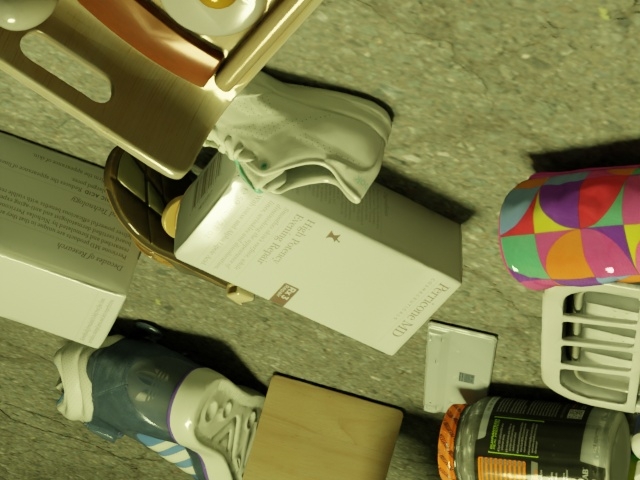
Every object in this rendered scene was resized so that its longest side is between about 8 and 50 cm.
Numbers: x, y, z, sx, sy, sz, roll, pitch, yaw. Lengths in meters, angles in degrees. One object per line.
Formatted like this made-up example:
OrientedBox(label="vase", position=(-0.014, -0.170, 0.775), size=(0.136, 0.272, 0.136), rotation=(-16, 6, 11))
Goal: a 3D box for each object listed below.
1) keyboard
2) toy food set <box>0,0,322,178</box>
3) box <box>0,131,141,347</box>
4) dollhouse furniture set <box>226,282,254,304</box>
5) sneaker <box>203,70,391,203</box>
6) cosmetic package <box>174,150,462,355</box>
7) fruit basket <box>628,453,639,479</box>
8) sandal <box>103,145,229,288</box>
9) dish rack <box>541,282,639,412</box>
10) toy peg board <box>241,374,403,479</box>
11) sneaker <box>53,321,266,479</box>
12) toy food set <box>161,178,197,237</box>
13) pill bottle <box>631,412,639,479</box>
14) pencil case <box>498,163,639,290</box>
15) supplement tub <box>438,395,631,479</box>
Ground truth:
OrientedBox(label="keyboard", position=(0.149, 0.145, 1.869), size=(0.072, 0.014, 0.256), rotation=(8, 156, 6))
OrientedBox(label="toy food set", position=(-0.101, -0.183, 1.085), size=(0.219, 0.092, 0.306), rotation=(33, 136, -15))
OrientedBox(label="box", position=(-0.270, 0.002, 1.681), size=(0.182, 0.119, 0.181), rotation=(20, 157, -9))
OrientedBox(label="dollhouse furniture set", position=(-0.020, 0.012, 1.612), size=(0.114, 0.091, 0.081), rotation=(-13, 159, 43))
OrientedBox(label="sneaker", position=(-0.055, -0.082, 1.391), size=(0.212, 0.094, 0.080), rotation=(11, 157, 11))
OrientedBox(label="cosmetic package", position=(0.000, 0.000, 1.506), size=(0.231, 0.085, 0.117), rotation=(25, 129, -19))
OrientedBox(label="fruit basket", position=(0.227, 0.358, 2.004), size=(0.283, 0.392, 0.392), rotation=(35, 165, 25))
OrientedBox(label="sandal", position=(-0.139, -0.017, 1.608), size=(0.060, 0.090, 0.219), rotation=(-4, 157, 31))
OrientedBox(label="dish rack", position=(0.366, 0.089, 1.533), size=(0.332, 0.072, 0.285), rotation=(11, 155, 12))
OrientedBox(label="toy peg board", position=(-0.002, 0.259, 2.048), size=(0.161, 0.161, 0.079), rotation=(16, 172, 1))
OrientedBox(label="sneaker", position=(-0.197, 0.202, 2.092), size=(0.236, 0.130, 0.323), rotation=(17, 163, 22))
OrientedBox(label="toy food set", position=(-0.102, -0.027, 1.566), size=(0.020, 0.083, 0.082), rotation=(28, 168, 38))
OrientedBox(label="pill bottle", position=(0.341, 0.182, 1.689), size=(0.067, 0.120, 0.067), rotation=(13, 156, 6))
OrientedBox(label="pencil case", position=(0.254, -0.017, 1.344), size=(0.236, 0.104, 0.104), rotation=(-9, 147, 40))
OrientedBox(label="supplement tub", position=(0.230, 0.229, 1.863), size=(0.190, 0.117, 0.117), rotation=(4, 154, 23))
